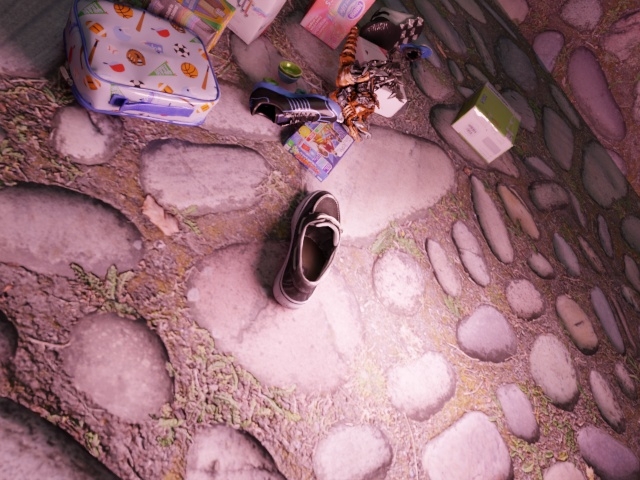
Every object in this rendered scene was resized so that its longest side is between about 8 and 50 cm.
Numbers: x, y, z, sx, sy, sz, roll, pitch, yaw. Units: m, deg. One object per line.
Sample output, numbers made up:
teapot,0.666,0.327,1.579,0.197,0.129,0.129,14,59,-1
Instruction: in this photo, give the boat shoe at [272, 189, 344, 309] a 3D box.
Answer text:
boat shoe,0.000,0.000,1.113,0.121,0.119,0.335,32,46,-19

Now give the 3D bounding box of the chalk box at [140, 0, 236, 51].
chalk box,-0.333,-0.537,1.197,0.213,0.132,0.132,36,45,-17

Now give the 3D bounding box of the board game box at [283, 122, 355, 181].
board game box,0.002,-0.256,1.354,0.136,0.035,0.201,43,43,-8

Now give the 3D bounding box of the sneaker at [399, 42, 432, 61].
sneaker,0.372,-0.712,1.962,0.152,0.058,0.084,7,52,-32

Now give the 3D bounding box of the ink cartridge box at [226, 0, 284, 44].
ink cartridge box,-0.174,-0.649,1.374,0.127,0.176,0.128,41,43,-11

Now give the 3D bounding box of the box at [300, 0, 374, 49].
box,0.085,-0.767,1.582,0.142,0.300,0.154,31,46,-20

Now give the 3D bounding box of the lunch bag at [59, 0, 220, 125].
lunch bag,-0.368,-0.353,1.057,0.304,0.115,0.243,-3,66,-42

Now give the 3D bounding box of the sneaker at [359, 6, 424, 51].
sneaker,0.221,-0.764,1.848,0.146,0.122,0.331,42,44,21

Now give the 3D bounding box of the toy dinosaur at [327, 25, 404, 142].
toy dinosaur,0.119,-0.446,1.449,0.164,0.219,0.321,-64,145,-73

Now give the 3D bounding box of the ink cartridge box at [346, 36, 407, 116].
ink cartridge box,0.171,-0.519,1.639,0.159,0.092,0.217,12,57,-33

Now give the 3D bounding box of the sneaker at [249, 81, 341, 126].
sneaker,-0.064,-0.323,1.293,0.233,0.081,0.090,12,61,-8

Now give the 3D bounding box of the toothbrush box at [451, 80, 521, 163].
toothbrush box,0.641,-0.456,1.967,0.206,0.122,0.283,43,44,-8

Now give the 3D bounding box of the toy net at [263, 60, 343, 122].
toy net,-0.034,-0.393,1.376,0.232,0.045,0.122,36,40,6
